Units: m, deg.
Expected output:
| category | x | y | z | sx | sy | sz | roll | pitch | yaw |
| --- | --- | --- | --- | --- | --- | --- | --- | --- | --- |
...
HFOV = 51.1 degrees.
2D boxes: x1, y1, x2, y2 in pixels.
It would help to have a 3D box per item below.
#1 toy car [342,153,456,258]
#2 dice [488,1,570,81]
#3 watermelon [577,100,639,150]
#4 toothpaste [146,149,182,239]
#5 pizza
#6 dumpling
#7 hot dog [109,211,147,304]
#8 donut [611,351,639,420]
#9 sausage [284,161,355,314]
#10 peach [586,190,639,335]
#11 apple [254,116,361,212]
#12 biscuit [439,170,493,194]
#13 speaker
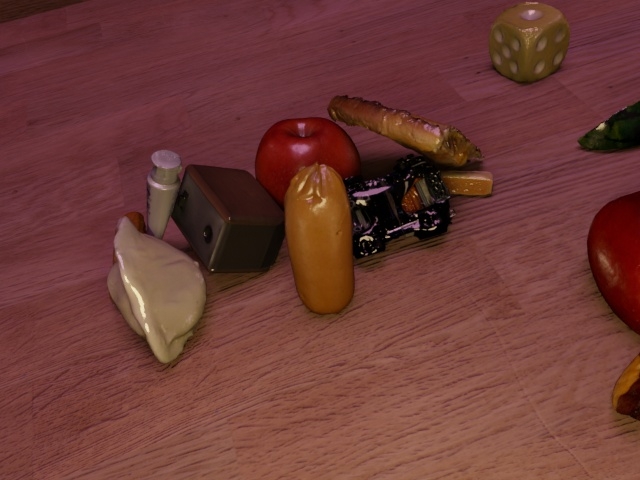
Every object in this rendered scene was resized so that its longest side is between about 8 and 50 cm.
| category | x | y | z | sx | sy | sz | roll | pitch | yaw |
| --- | --- | --- | --- | --- | --- | --- | --- | --- | --- |
| toy car | 0.145 | -0.074 | 1.520 | 0.301 | 0.193 | 0.118 | -18 | -1 | -4 |
| dice | 0.606 | -0.580 | 1.954 | 0.166 | 0.169 | 0.169 | -26 | 45 | -17 |
| watermelon | 0.797 | -0.314 | 1.699 | 0.301 | 0.123 | 0.129 | -30 | 25 | -23 |
| toothpaste | -0.368 | -0.068 | 1.530 | 0.073 | 0.299 | 0.114 | 8 | 42 | -15 |
| pizza | 0.172 | -0.266 | 1.582 | 0.392 | 0.435 | 0.080 | 25 | 97 | 21 |
| dumpling | -0.345 | 0.082 | 1.395 | 0.187 | 0.243 | 0.318 | -24 | 50 | -6 |
| hot dog | -0.457 | 0.042 | 1.591 | 0.087 | 0.061 | 0.286 | -10 | 44 | 5 |
| donut | 0.573 | 0.229 | 1.119 | 0.073 | 0.166 | 0.184 | 33 | 99 | 7 |
| sausage | -0.001 | 0.003 | 1.326 | 0.134 | 0.354 | 0.116 | 4 | 44 | 14 |
| peach | 0.670 | 0.061 | 1.279 | 0.281 | 0.281 | 0.338 | -17 | 78 | -7 |
| apple | -0.035 | -0.181 | 1.632 | 0.260 | 0.216 | 0.260 | -5 | 38 | 4 |
| biscuit | 0.326 | -0.145 | 1.640 | 0.188 | 0.052 | 0.056 | 4 | 29 | 15 |
| speaker | -0.209 | -0.049 | 1.527 | 0.192 | 0.153 | 0.231 | 1 | 33 | -39 |
